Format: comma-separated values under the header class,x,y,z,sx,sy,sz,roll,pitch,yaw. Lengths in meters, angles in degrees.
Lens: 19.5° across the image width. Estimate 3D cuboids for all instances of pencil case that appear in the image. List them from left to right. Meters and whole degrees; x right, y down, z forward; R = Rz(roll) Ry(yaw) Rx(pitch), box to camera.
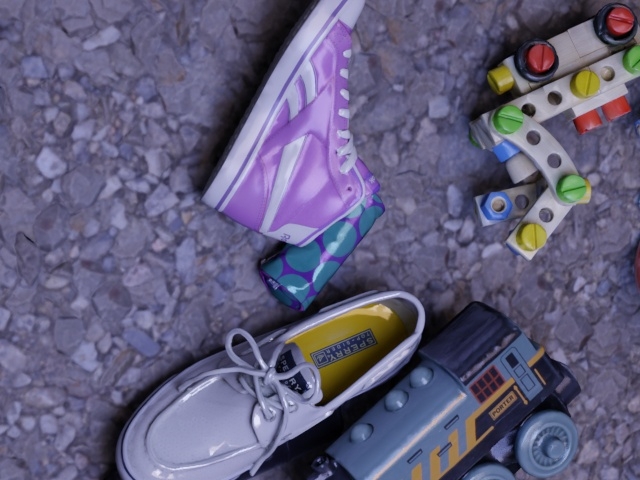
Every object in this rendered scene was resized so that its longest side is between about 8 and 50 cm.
class,x,y,z,sx,sy,sz,roll,pitch,yaw
pencil case,0.000,0.000,1.991,0.070,0.064,0.152,39,82,6

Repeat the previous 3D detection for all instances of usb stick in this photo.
class,x,y,z,sx,sy,sz,roll,pitch,yaw
usb stick,-0.100,0.230,2.012,0.278,0.045,0.077,-22,119,-20

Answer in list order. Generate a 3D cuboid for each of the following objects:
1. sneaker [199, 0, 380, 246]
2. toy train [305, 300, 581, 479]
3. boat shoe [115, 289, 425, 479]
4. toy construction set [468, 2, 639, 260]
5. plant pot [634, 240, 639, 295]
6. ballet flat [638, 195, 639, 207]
class,x,y,z,sx,sy,sz,roll,pitch,yaw
sneaker,0.010,-0.128,1.921,0.161,0.102,0.282,28,101,-5
toy train,0.128,0.221,1.996,0.334,0.142,0.190,-41,117,-9
boat shoe,-0.041,0.150,1.933,0.367,0.156,0.136,-24,78,-21
toy construction set,0.299,-0.131,2.056,0.327,0.151,0.215,-25,88,-27
plant pot,0.549,0.073,2.184,0.272,0.272,0.265,-48,126,-8
ballet flat,0.421,-0.076,2.193,0.114,0.041,0.041,-47,118,-8
